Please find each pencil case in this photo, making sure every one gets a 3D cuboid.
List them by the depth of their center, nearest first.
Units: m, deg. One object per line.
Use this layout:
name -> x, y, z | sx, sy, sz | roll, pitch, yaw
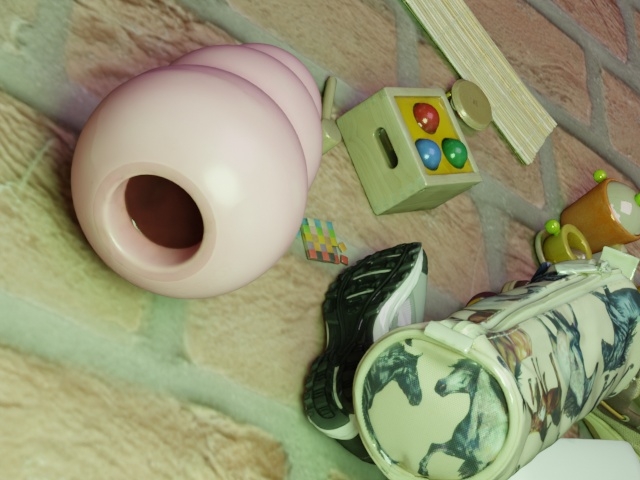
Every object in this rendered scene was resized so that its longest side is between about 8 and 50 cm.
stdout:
pencil case -> 0.193, 0.119, 1.237 | 0.410, 0.159, 0.184 | -15, 117, -56

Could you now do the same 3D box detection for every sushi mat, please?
sushi mat -> 0.224, -0.260, 1.785 | 0.316, 0.019, 0.151 | 52, 38, -11

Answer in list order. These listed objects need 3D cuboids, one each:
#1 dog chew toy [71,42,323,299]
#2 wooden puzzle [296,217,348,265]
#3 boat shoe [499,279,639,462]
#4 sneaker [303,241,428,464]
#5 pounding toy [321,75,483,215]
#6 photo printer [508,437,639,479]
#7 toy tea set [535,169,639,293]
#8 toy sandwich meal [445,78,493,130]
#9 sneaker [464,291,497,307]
dog chew toy -> -0.091, -0.087, 1.156 | 0.207, 0.206, 0.332 | 51, 30, -12
wooden puzzle -> 0.000, 0.000, 1.352 | 0.083, 0.006, 0.049 | 10, 59, -46
boat shoe -> 0.360, 0.163, 1.561 | 0.342, 0.123, 0.123 | 48, 38, -15
sneaker -> 0.060, 0.110, 1.286 | 0.108, 0.100, 0.272 | 52, 39, -31
pounding toy -> 0.076, -0.131, 1.457 | 0.206, 0.094, 0.181 | -8, 72, -52
photo printer -> 0.257, 0.334, 1.337 | 0.307, 0.107, 0.256 | 12, 57, -45
toy tea set -> 0.445, 0.062, 1.731 | 0.336, 0.124, 0.200 | 50, 37, -12
toy sandwich meal -> 0.200, -0.181, 1.696 | 0.085, 0.029, 0.086 | 23, 53, -35
sneaker -> 0.165, 0.110, 1.416 | 0.084, 0.069, 0.185 | 48, 37, -24
